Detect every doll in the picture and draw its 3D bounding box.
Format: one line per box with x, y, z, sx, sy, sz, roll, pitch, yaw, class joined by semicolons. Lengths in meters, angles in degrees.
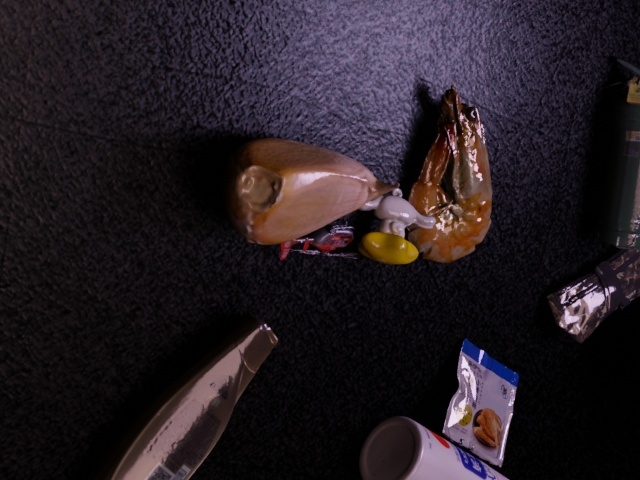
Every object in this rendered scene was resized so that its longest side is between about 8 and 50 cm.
0.101;-0.025;1.848;0.135;0.071;0.113;40;68;-20;doll

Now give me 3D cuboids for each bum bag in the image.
0.497;0.086;2.177;0.248;0.069;0.102;-32;87;-21;bum bag

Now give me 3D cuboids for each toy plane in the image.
0.000;0.000;1.811;0.145;0.037;0.060;-4;119;-39;toy plane

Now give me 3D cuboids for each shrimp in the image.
0.196;-0.097;1.902;0.154;0.062;0.294;-14;115;-23;shrimp

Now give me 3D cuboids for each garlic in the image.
-0.031;-0.069;1.683;0.245;0.164;0.145;-6;93;-40;garlic

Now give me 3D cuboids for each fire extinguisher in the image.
0.521;-0.148;2.098;0.095;0.114;0.311;-42;141;-67;fire extinguisher

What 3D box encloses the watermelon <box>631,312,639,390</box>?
0.728;0.195;2.218;0.363;0.363;0.363;-13;114;-32;watermelon

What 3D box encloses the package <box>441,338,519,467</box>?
0.268;0.272;2.076;0.171;0.027;0.173;33;65;-38;package

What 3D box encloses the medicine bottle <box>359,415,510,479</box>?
0.216;0.410;2.053;0.341;0.130;0.130;36;84;-38;medicine bottle

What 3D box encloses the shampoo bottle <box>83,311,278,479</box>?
-0.189;0.251;1.735;0.350;0.084;0.125;-51;130;-10;shampoo bottle
